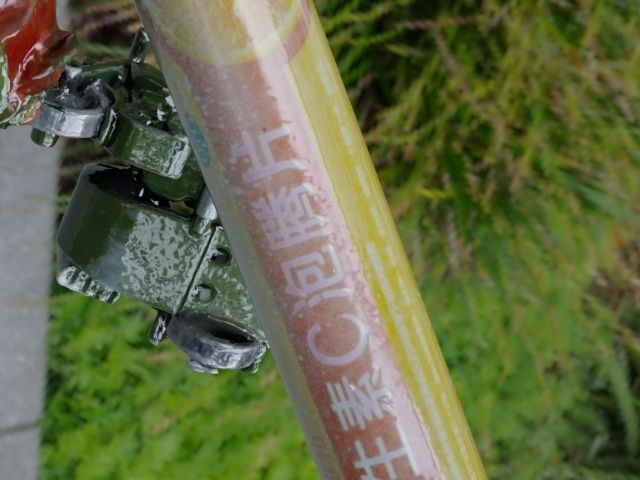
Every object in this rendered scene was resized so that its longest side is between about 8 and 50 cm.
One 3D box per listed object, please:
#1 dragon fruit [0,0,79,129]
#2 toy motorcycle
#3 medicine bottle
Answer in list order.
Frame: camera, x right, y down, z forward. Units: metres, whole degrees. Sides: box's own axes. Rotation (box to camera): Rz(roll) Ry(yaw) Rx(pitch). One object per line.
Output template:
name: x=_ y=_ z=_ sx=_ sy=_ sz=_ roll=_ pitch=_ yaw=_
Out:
dragon fruit: x=-0.263 y=-0.148 z=0.953 sx=0.198 sy=0.200 sz=0.269 roll=-33 pitch=174 yaw=22
toy motorcycle: x=-0.112 y=-0.023 z=1.199 sx=0.127 sy=0.275 sz=0.205 roll=-83 pitch=-163 yaw=-65
medicine bottle: x=0.000 y=0.000 z=0.906 sx=0.108 sy=0.108 sz=0.426 roll=-34 pitch=106 yaw=-48
